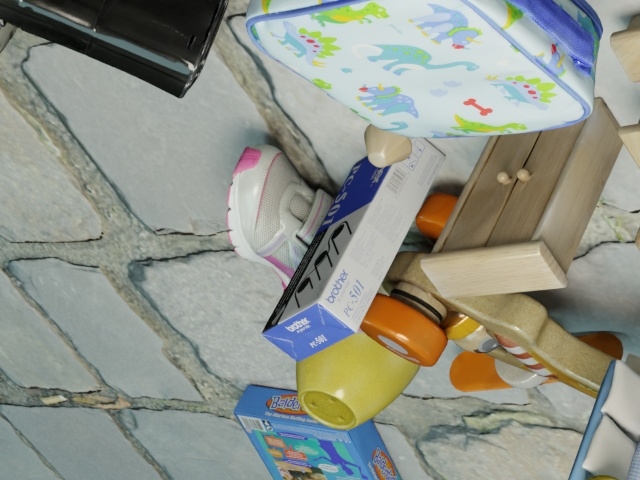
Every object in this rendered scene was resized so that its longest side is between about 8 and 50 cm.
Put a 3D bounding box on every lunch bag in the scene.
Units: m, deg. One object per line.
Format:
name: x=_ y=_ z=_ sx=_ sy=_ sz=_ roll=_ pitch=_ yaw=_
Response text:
lunch bag: x=0.075 y=-0.140 z=0.988 sx=0.176 sy=0.090 sz=0.219 roll=-4 pitch=159 yaw=38

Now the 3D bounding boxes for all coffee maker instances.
coffee maker: x=-0.173 y=-0.194 z=1.260 sx=0.178 sy=0.171 sz=0.120 roll=21 pitch=102 yaw=-8

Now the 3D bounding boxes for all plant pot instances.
plant pot: x=0.027 y=0.143 z=1.609 sx=0.134 sy=0.095 sz=0.134 roll=19 pitch=145 yaw=14

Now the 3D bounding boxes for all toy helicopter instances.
toy helicopter: x=0.214 y=0.111 z=1.389 sx=0.355 sy=0.140 sz=0.235 roll=26 pitch=167 yaw=21

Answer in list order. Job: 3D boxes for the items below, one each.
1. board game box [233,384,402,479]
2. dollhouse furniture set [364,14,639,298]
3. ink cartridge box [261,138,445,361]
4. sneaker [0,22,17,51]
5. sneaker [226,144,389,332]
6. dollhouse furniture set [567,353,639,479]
board game box: x=0.007 y=0.263 z=1.822 sx=0.160 sy=0.047 sz=0.210 roll=5 pitch=139 yaw=30
dollhouse furniture set: x=0.094 y=-0.140 z=1.128 sx=0.303 sy=0.174 sz=0.355 roll=-8 pitch=131 yaw=41
ink cartridge box: x=0.030 y=0.002 z=1.326 sx=0.046 sy=0.207 sz=0.097 roll=39 pitch=145 yaw=-15
sneaker: x=-0.402 y=-0.190 z=1.489 sx=0.267 sy=0.101 sz=0.106 roll=-11 pitch=127 yaw=43
sneaker: x=0.000 y=0.000 z=1.454 sx=0.111 sy=0.103 sz=0.252 roll=-1 pitch=142 yaw=31
dollhouse furniture set: x=0.365 y=0.126 z=1.157 sx=0.286 sy=0.303 sz=0.198 roll=22 pitch=146 yaw=11
